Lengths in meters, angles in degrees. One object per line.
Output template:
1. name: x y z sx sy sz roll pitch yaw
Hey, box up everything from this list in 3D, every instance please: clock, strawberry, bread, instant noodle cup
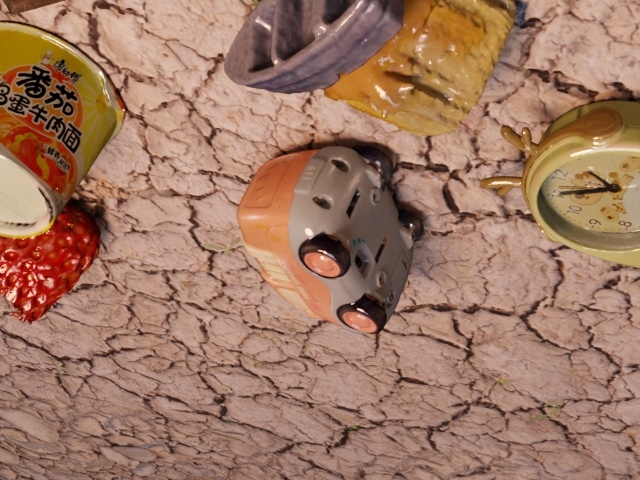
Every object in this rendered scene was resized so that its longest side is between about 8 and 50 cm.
1. clock: 0.367 -0.080 1.208 0.307 0.096 0.235 14 145 3
2. strawberry: -0.460 0.001 1.591 0.178 0.234 0.234 -24 137 1
3. bread: 0.101 -0.194 1.105 0.174 0.133 0.251 23 139 -23
4. instant noodle cup: -0.434 -0.142 1.333 0.264 0.200 0.264 11 144 8

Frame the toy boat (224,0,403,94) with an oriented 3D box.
1. toy boat: -0.016 -0.239 1.070 0.078 0.127 0.283 12 160 -33

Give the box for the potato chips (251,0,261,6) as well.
1. potato chips: -0.030 -0.271 1.158 0.202 0.029 0.220 9 142 4

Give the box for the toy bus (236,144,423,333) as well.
1. toy bus: 0.000 0.000 1.378 0.232 0.194 0.288 2 143 30

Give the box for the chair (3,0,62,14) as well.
1. chair: -0.145 -0.407 0.910 0.241 0.416 0.203 55 150 22
